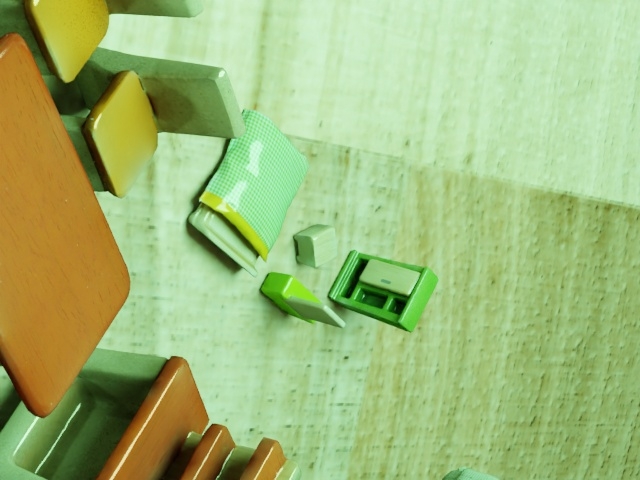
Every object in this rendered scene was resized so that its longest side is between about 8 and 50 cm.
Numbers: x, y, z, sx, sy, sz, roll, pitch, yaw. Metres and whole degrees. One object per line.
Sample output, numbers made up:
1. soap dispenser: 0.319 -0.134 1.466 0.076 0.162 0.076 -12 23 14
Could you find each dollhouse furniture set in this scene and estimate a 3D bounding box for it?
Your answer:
1. dollhouse furniture set: 0.000 0.000 0.866 0.151 0.058 0.076 44 68 -45
2. dollhouse furniture set: -0.107 0.034 0.663 0.262 0.135 0.259 -60 149 -34

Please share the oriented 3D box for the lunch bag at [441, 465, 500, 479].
1. lunch bag: 0.070 0.299 0.949 0.235 0.169 0.287 -53 138 -27
